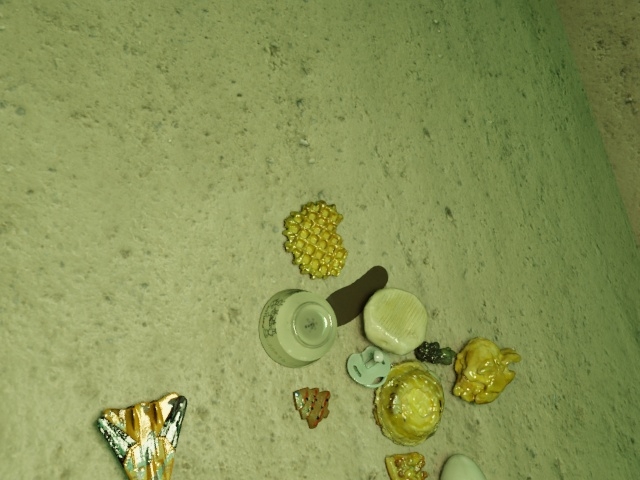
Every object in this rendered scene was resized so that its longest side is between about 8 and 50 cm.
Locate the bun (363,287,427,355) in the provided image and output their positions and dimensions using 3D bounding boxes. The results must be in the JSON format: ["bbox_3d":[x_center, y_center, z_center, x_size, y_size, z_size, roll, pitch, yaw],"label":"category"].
[{"bbox_3d":[0.229,0.261,1.482,0.231,0.133,0.231,10,56,-15],"label":"bun"}]

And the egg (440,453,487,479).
[{"bbox_3d":[0.449,0.777,1.442,0.151,0.151,0.209,0,73,-28],"label":"egg"}]

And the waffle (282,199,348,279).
[{"bbox_3d":[0.000,0.000,1.492,0.249,0.056,0.253,-31,89,-31],"label":"waffle"}]

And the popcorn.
[{"bbox_3d":[0.560,0.439,1.591,0.253,0.191,0.190,-23,56,-35],"label":"popcorn"}]

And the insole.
[{"bbox_3d":[0.115,0.184,1.527,0.328,0.007,0.111,-34,94,-31],"label":"insole"}]

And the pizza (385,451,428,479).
[{"bbox_3d":[0.275,0.709,1.430,0.175,0.046,0.134,43,60,-10],"label":"pizza"}]

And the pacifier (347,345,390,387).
[{"bbox_3d":[0.162,0.381,1.425,0.150,0.117,0.127,-9,59,-29],"label":"pacifier"}]

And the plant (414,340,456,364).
[{"bbox_3d":[0.396,0.387,1.577,0.174,0.087,0.085,19,102,-26],"label":"plant"}]

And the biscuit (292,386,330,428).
[{"bbox_3d":[-0.028,0.478,1.352,0.130,0.019,0.119,35,62,-15],"label":"biscuit"}]

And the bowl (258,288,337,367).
[{"bbox_3d":[-0.047,0.249,1.348,0.237,0.126,0.238,8,72,-27],"label":"bowl"}]

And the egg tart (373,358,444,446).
[{"bbox_3d":[0.299,0.515,1.475,0.278,0.095,0.279,8,73,-26],"label":"egg tart"}]

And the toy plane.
[{"bbox_3d":[-0.399,0.539,1.094,0.204,0.103,0.316,-7,85,-28],"label":"toy plane"}]
